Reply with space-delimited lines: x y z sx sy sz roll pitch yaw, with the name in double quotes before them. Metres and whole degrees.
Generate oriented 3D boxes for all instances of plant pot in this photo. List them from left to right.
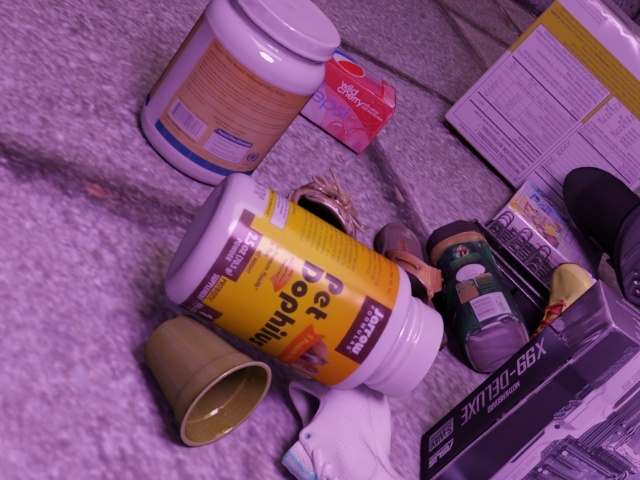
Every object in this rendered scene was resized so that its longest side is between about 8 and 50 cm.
"plant pot" -0.095 0.100 0.668 0.079 0.083 0.083 41 24 29

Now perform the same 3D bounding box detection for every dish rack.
"dish rack" 0.299 0.043 1.253 0.208 0.074 0.271 46 27 8

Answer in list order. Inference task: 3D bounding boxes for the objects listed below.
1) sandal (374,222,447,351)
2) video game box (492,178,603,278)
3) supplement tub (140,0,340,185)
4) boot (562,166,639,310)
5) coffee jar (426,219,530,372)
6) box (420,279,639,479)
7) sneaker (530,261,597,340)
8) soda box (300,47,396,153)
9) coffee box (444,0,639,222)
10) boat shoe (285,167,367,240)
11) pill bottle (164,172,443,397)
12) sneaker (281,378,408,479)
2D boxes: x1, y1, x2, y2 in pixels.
"sandal" 0.114 0.040 1.030 0.090 0.060 0.219 31 29 -18
"video game box" 0.388 -0.008 1.469 0.187 0.048 0.205 47 27 4
"supplement tub" -0.086 -0.171 0.930 0.144 0.200 0.144 31 29 -20
"boot" 0.474 -0.010 1.285 0.367 0.146 0.445 49 16 -26
"coffee jar" 0.187 0.063 1.056 0.184 0.079 0.096 -104 170 -48
"box" 0.286 0.213 0.804 0.307 0.242 0.076 35 28 -13
"sneaker" 0.286 0.123 1.044 0.094 0.081 0.209 13 70 -20
"soda box" -0.020 -0.240 1.232 0.263 0.092 0.083 33 28 -15
"coffee box" 0.492 -0.258 1.655 0.338 0.334 0.337 45 26 3
"boat shoe" 0.000 0.000 0.910 0.104 0.089 0.285 36 28 -10
"pill bottle" -0.009 0.044 0.709 0.215 0.117 0.117 30 29 -15
"sneaker" 0.016 0.190 0.688 0.094 0.080 0.212 16 28 -20
